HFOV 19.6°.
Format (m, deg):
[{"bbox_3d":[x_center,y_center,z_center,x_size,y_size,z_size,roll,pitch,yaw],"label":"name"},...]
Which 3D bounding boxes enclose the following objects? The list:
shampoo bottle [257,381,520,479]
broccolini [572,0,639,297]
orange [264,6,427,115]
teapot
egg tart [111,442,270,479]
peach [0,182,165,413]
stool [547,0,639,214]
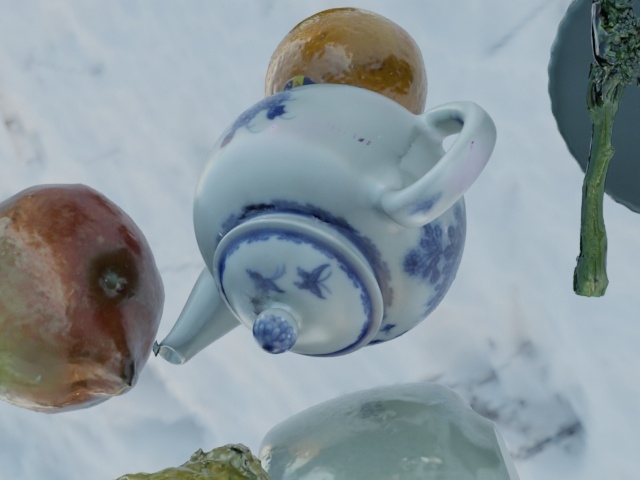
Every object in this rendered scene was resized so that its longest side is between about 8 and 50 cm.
[{"bbox_3d":[0.066,0.308,1.872,0.322,0.317,0.322,59,-177,-5],"label":"shampoo bottle"},{"bbox_3d":[0.226,-0.071,1.424,0.057,0.071,0.254,16,123,33],"label":"broccolini"},{"bbox_3d":[0.027,-0.164,1.974,0.155,0.177,0.178,-102,6,-55],"label":"orange"},{"bbox_3d":[0.000,0.000,1.673,0.252,0.280,0.424,44,132,-17],"label":"teapot"},{"bbox_3d":[-0.155,0.303,1.612,0.120,0.315,0.315,29,165,-23],"label":"egg tart"},{"bbox_3d":[-0.259,0.070,1.883,0.256,0.232,0.232,31,139,34],"label":"peach"},{"bbox_3d":[0.372,-0.183,1.721,0.297,0.330,0.297,8,112,21],"label":"stool"}]
